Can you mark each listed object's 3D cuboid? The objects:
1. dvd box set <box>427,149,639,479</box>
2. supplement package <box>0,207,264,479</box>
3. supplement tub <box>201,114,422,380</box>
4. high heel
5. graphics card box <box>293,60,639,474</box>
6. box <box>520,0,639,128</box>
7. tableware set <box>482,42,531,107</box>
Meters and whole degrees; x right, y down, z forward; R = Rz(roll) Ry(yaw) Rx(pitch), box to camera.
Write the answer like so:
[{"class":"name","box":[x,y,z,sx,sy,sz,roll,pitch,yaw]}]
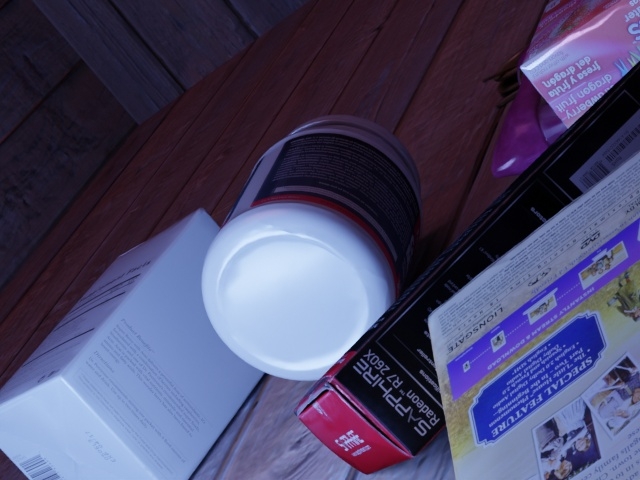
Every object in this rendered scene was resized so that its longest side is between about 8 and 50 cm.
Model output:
[{"class":"dvd box set","box":[0.212,0.084,1.006,0.307,0.062,0.420,-40,24,17]},{"class":"supplement package","box":[-0.189,0.138,1.868,0.175,0.177,0.293,-27,18,44]},{"class":"supplement tub","box":[0.000,0.000,1.768,0.191,0.191,0.272,-34,15,26]},{"class":"high heel","box":[0.216,-0.138,1.869,0.117,0.082,0.244,-28,28,6]},{"class":"graphics card box","box":[0.146,0.024,1.379,0.371,0.094,0.233,-46,-3,-13]},{"class":"box","box":[0.350,-0.211,1.599,0.300,0.142,0.154,-32,15,31]},{"class":"tableware set","box":[0.283,-0.245,2.112,0.194,0.039,0.128,-33,15,28]}]
